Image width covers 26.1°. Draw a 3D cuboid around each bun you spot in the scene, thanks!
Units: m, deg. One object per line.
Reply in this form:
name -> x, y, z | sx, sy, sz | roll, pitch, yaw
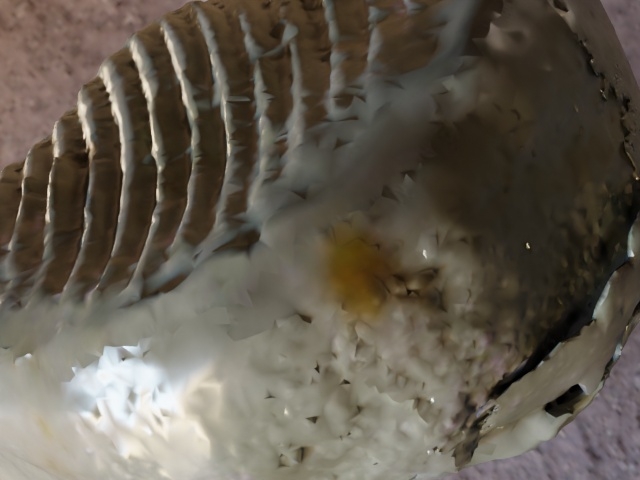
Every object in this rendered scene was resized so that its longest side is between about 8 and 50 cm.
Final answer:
bun -> 0.000, 0.000, 0.432 | 0.239, 0.141, 0.239 | -26, 31, 17
